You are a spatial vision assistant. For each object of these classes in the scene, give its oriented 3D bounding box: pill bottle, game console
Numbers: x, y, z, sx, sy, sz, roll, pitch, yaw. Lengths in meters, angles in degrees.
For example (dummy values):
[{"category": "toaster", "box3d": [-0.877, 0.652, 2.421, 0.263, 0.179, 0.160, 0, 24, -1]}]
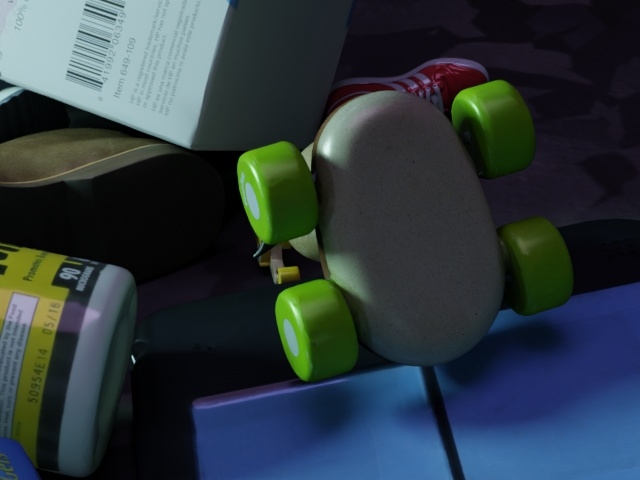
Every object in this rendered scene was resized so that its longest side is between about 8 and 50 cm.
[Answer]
[{"category": "pill bottle", "box3d": [-0.213, 0.053, 1.078, 0.208, 0.119, 0.119, 11, 33, 2]}, {"category": "game console", "box3d": [0.075, 0.118, 1.021, 0.342, 0.060, 0.386, -7, 31, -3]}]

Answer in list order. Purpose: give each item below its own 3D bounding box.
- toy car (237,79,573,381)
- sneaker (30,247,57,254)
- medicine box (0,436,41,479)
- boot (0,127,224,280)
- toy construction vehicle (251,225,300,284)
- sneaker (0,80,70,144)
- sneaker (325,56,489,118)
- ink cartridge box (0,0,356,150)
[{"category": "toy car", "box3d": [0.027, -0.005, 1.112, 0.155, 0.149, 0.188, -16, 3, -15]}, {"category": "sneaker", "box3d": [-0.196, 0.044, 1.184, 0.152, 0.058, 0.084, 3, 38, 6]}, {"category": "medicine box", "box3d": [-0.230, 0.194, 0.763, 0.289, 0.149, 0.263, 9, 22, -30]}, {"category": "boot", "box3d": [-0.222, -0.011, 1.246, 0.305, 0.112, 0.115, -11, 25, -27]}, {"category": "toy construction vehicle", "box3d": [0.000, 0.000, 1.258, 0.086, 0.035, 0.098, -3, 32, -17]}, {"category": "sneaker", "box3d": [-0.321, -0.036, 1.295, 0.131, 0.112, 0.319, 25, 34, 34]}, {"category": "sneaker", "box3d": [0.061, -0.094, 1.385, 0.118, 0.042, 0.067, -11, 27, 7]}, {"category": "ink cartridge box", "box3d": [-0.132, -0.194, 1.337, 0.270, 0.198, 0.197, 21, 10, 21]}]
